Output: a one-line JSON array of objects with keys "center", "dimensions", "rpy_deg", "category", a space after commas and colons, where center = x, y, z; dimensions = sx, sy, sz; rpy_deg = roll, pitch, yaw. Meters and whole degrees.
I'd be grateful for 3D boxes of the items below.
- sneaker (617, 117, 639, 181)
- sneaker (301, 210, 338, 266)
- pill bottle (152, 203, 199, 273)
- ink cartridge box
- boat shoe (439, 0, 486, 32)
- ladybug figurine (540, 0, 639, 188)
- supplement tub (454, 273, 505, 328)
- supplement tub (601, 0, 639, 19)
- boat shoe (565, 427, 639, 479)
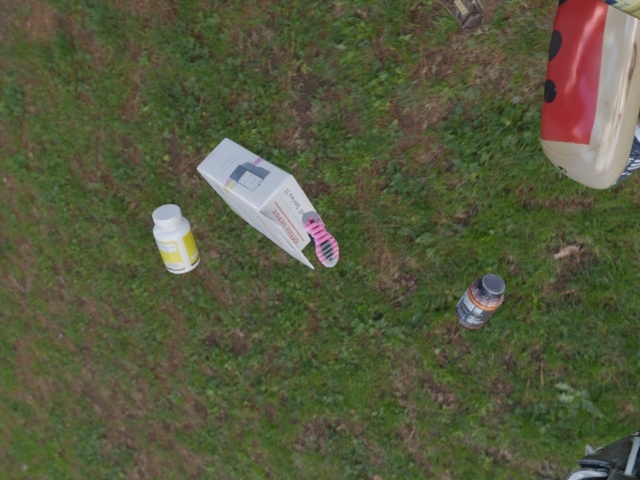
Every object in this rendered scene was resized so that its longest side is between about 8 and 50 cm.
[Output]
[{"center": [0.760, -0.213, 1.241], "dimensions": [0.153, 0.282, 0.099], "rpy_deg": [-34, 70, 29], "category": "sneaker"}, {"center": [0.000, 0.000, 0.978], "dimensions": [0.057, 0.047, 0.120], "rpy_deg": [106, 140, -75], "category": "sneaker"}, {"center": [-0.258, -0.004, 0.870], "dimensions": [0.065, 0.065, 0.117], "rpy_deg": [17, 134, 23], "category": "pill bottle"}, {"center": [-0.127, -0.095, 1.205], "dimensions": [0.353, 0.119, 0.207], "rpy_deg": [34, 167, 38], "category": "ink cartridge box"}, {"center": [0.334, -0.644, 1.239], "dimensions": [0.095, 0.095, 0.257], "rpy_deg": [-23, 143, 24], "category": "boat shoe"}, {"center": [0.525, -0.325, 0.935], "dimensions": [0.161, 0.305, 0.450], "rpy_deg": [10, 108, 28], "category": "ladybug figurine"}, {"center": [0.492, 0.183, 1.500], "dimensions": [0.106, 0.106, 0.198], "rpy_deg": [33, 145, 14], "category": "supplement tub"}, {"center": [0.274, -0.274, 0.333], "dimensions": [0.316, 0.228, 0.229], "rpy_deg": [28, 123, 3], "category": "supplement tub"}, {"center": [0.263, 0.212, 0.398], "dimensions": [0.119, 0.335, 0.121], "rpy_deg": [1, 96, 36], "category": "boat shoe"}]
